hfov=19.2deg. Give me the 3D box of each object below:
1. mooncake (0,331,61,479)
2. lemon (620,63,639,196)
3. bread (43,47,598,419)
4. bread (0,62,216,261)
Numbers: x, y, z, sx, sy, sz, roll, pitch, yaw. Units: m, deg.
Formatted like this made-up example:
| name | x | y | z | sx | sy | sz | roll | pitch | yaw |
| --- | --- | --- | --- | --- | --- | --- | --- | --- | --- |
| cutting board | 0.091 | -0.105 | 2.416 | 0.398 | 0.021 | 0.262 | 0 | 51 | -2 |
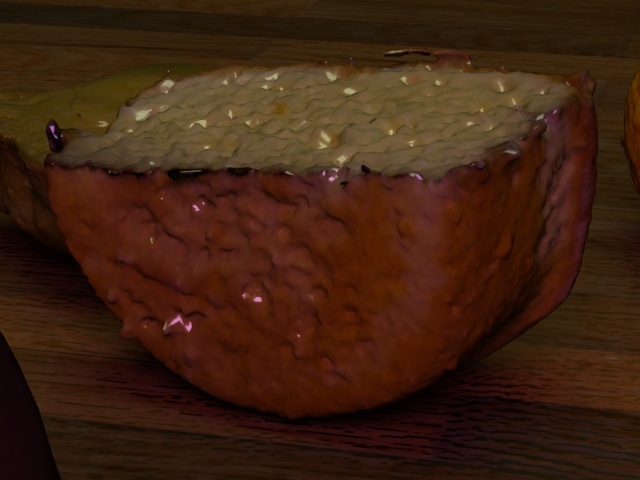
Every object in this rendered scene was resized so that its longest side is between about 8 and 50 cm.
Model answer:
| name | x | y | z | sx | sy | sz | roll | pitch | yaw |
| --- | --- | --- | --- | --- | --- | --- | --- | --- | --- |
| mooncake | -0.177 | 0.115 | 0.283 | 0.174 | 0.334 | 0.325 | 6 | 62 | 22 |
| lemon | 0.233 | -0.052 | 0.931 | 0.187 | 0.142 | 0.142 | 7 | 22 | 32 |
| bread | 0.000 | 0.000 | 0.804 | 0.229 | 0.139 | 0.143 | 4 | 19 | 31 |
| bread | -0.070 | -0.039 | 0.989 | 0.233 | 0.088 | 0.161 | -9 | 27 | -28 |
